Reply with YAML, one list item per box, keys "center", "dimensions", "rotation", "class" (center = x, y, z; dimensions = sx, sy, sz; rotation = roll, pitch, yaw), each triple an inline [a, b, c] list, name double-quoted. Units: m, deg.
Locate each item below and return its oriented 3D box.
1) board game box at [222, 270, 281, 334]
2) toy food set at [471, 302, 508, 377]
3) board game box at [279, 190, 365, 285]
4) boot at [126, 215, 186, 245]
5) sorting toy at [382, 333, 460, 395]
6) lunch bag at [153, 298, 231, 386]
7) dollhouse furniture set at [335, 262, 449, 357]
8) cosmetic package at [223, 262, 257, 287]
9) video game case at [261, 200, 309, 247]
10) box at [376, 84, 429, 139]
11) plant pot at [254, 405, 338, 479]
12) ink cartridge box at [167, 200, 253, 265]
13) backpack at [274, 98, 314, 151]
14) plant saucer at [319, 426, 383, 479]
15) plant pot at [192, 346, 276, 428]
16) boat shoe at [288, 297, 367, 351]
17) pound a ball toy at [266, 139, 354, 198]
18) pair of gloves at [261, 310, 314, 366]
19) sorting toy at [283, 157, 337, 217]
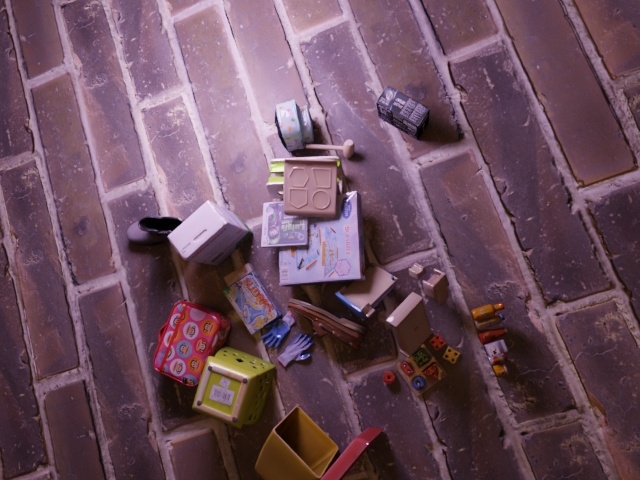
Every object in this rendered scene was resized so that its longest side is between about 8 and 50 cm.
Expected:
- center: [-0.259, 0.235, 1.715]
  dimensions: [0.136, 0.035, 0.201]
  rotation: [-34, 91, 6]
  class: "board game box"
- center: [0.595, 0.329, 1.513]
  dimensions: [0.104, 0.111, 0.232]
  rotation: [-21, 77, 9]
  class: "toy food set"
- center: [0.000, 0.000, 1.659]
  dimensions: [0.317, 0.066, 0.319]
  rotation: [-6, 77, 22]
  class: "board game box"
- center: [-0.645, -0.053, 1.756]
  dimensions: [0.338, 0.222, 0.118]
  rotation: [-5, 82, 11]
  class: "boot"
- center: [0.358, 0.449, 1.580]
  dimensions: [0.274, 0.046, 0.132]
  rotation: [-38, 77, 4]
  class: "sorting toy"
- center: [-0.506, 0.384, 1.732]
  dimensions: [0.258, 0.120, 0.293]
  rotation: [18, 85, 17]
  class: "lunch bag"
- center: [0.258, 0.210, 1.623]
  dimensions: [0.286, 0.198, 0.303]
  rotation: [-42, 44, -18]
  class: "dollhouse furniture set"
- center: [-0.310, 0.141, 1.756]
  dimensions: [0.115, 0.041, 0.060]
  rotation: [-31, 79, 6]
  class: "cosmetic package"
- center: [-0.132, -0.063, 1.680]
  dimensions: [0.190, 0.022, 0.173]
  rotation: [-3, 78, 24]
  class: "video game case"
- center: [0.302, -0.467, 1.657]
  dimensions: [0.180, 0.147, 0.078]
  rotation: [34, 91, 14]
  class: "box"
- center: [-0.099, 0.747, 1.562]
  dimensions: [0.212, 0.212, 0.187]
  rotation: [42, 105, 13]
  class: "plant pot"
- center: [-0.399, -0.019, 1.674]
  dimensions: [0.201, 0.278, 0.117]
  rotation: [-41, 77, 3]
  class: "ink cartridge box"
- center: [-0.101, -0.440, 1.714]
  dimensions: [0.144, 0.188, 0.166]
  rotation: [-11, 80, 10]
  class: "backpack"
- center: [0.091, 0.725, 1.493]
  dimensions: [0.047, 0.259, 0.258]
  rotation: [40, 92, 23]
  class: "plant saucer"
- center: [-0.318, 0.531, 1.624]
  dimensions: [0.228, 0.207, 0.227]
  rotation: [16, 86, 12]
  class: "plant pot"
- center: [0.011, 0.304, 1.635]
  dimensions: [0.307, 0.111, 0.105]
  rotation: [21, 86, 13]
  class: "boat shoe"
- center: [-0.028, -0.260, 1.722]
  dimensions: [0.319, 0.136, 0.208]
  rotation: [-1, 60, 10]
  class: "pound a ball toy"
- center: [-0.123, 0.376, 1.698]
  dimensions: [0.159, 0.023, 0.198]
  rotation: [-43, 76, 4]
  class: "pair of gloves"
- center: [-0.036, -0.186, 1.602]
  dimensions: [0.192, 0.038, 0.208]
  rotation: [4, 106, 10]
  class: "sorting toy"
